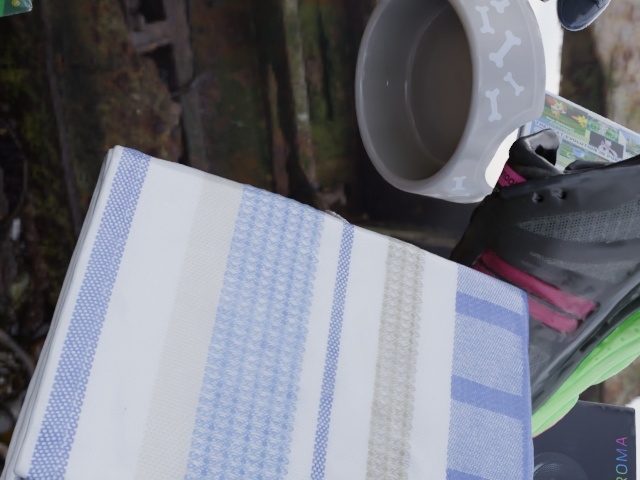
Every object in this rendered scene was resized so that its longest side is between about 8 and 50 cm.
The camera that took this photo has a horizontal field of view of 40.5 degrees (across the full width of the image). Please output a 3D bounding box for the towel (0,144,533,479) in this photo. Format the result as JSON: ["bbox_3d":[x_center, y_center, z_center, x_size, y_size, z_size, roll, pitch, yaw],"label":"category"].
[{"bbox_3d":[-0.007,0.077,0.468,0.034,0.285,0.209,-44,-147,53],"label":"towel"}]

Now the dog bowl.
[{"bbox_3d":[0.168,-0.224,1.259,0.348,0.102,0.349,14,-74,60],"label":"dog bowl"}]

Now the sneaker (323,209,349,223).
[{"bbox_3d":[0.000,0.000,1.169,0.065,0.061,0.158,-56,-156,-14],"label":"sneaker"}]

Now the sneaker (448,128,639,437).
[{"bbox_3d":[0.181,0.024,0.717,0.202,0.482,0.185,55,12,-2],"label":"sneaker"}]

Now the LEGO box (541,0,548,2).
[{"bbox_3d":[0.066,-0.490,0.808,0.500,0.193,0.372,46,-5,48],"label":"LEGO box"}]

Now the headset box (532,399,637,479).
[{"bbox_3d":[0.208,0.301,1.011,0.131,0.283,0.247,133,-34,-70],"label":"headset box"}]

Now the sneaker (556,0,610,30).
[{"bbox_3d":[0.401,-0.394,1.241,0.226,0.086,0.163,-63,172,32],"label":"sneaker"}]

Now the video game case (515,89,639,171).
[{"bbox_3d":[0.481,-0.095,1.486,0.036,0.328,0.300,120,-7,-53],"label":"video game case"}]

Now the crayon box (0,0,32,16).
[{"bbox_3d":[-0.373,-0.305,0.656,0.319,0.202,0.081,77,1,-49],"label":"crayon box"}]
